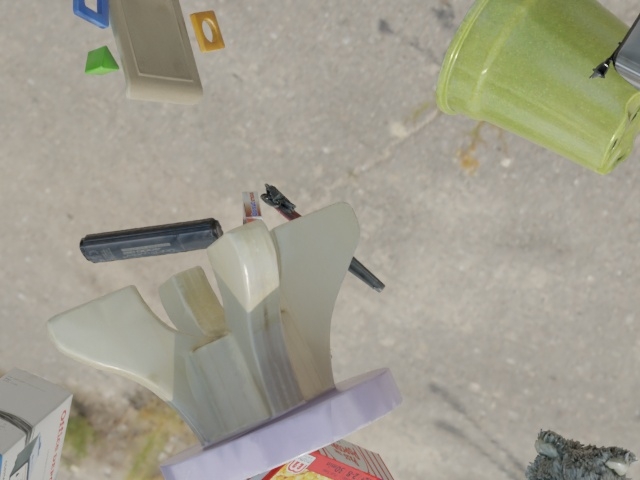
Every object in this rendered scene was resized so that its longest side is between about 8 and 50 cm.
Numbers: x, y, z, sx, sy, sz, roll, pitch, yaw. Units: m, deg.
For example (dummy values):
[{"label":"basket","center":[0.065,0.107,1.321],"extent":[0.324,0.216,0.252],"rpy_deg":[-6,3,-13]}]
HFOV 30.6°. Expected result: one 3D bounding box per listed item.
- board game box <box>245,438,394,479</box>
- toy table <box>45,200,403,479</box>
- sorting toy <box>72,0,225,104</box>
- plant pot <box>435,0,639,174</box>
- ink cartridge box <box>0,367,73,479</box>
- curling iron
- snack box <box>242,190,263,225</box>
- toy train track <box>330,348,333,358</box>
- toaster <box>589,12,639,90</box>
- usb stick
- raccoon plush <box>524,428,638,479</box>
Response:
[{"label":"board game box","center":[-0.044,0.260,1.096],"extent":[0.193,0.045,0.147],"rpy_deg":[-47,135,13]},{"label":"toy table","center":[-0.060,0.086,0.880],"extent":[0.274,0.252,0.161],"rpy_deg":[-29,83,56]},{"label":"sorting toy","center":[-0.255,-0.296,1.719],"extent":[0.047,0.348,0.196],"rpy_deg":[-14,86,29]},{"label":"plant pot","center":[0.345,-0.232,1.643],"extent":[0.254,0.276,0.276],"rpy_deg":[37,148,20]},{"label":"ink cartridge box","center":[-0.345,0.239,1.212],"extent":[0.082,0.191,0.139],"rpy_deg":[20,113,12]},{"label":"curling iron","center":[0.000,0.000,2.009],"extent":[0.274,0.035,0.068],"rpy_deg":[42,-176,-1]},{"label":"snack box","center":[-0.081,0.033,1.411],"extent":[0.022,0.064,0.178],"rpy_deg":[-3,121,-7]},{"label":"toy train track","center":[-0.011,0.169,1.891],"extent":[0.048,0.014,0.083],"rpy_deg":[-20,138,37]},{"label":"toaster","center":[0.420,-0.208,1.264],"extent":[0.168,0.185,0.110],"rpy_deg":[22,-165,-39]},{"label":"usb stick","center":[-0.323,0.001,2.254],"extent":[0.278,0.045,0.077],"rpy_deg":[-8,148,8]},{"label":"raccoon plush","center":[0.423,0.404,2.070],"extent":[0.216,0.446,0.299],"rpy_deg":[1,113,-3]}]
